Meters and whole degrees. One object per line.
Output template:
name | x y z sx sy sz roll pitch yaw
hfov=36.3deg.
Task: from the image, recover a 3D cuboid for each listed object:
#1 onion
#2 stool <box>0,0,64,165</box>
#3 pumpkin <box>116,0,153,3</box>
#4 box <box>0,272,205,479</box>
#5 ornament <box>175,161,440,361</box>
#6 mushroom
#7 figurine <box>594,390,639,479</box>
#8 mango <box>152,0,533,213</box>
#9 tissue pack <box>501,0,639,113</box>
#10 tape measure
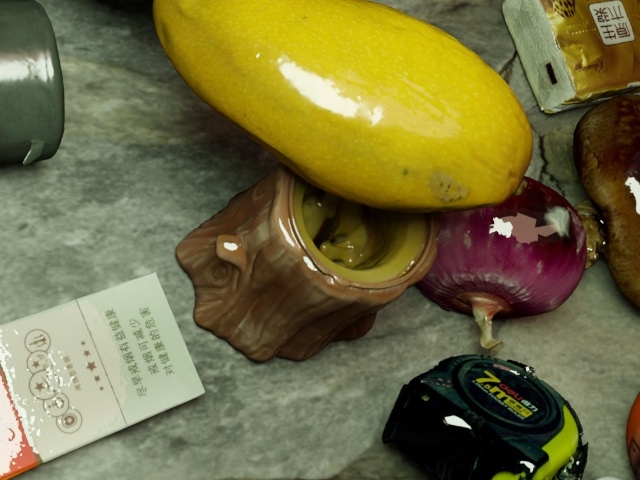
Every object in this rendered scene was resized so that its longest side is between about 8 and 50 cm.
onion | 0.208 0.003 1.128 0.207 0.200 0.200 43 59 -2
stool | -0.329 -0.159 0.933 0.139 0.153 0.228 -8 34 -26
pumpkin | -0.135 -0.442 0.950 0.344 0.454 0.454 39 54 -47
box | -0.243 0.130 0.929 0.245 0.035 0.139 -21 84 -31
ornament | 0.000 0.000 0.992 0.235 0.217 0.221 27 62 -15
mushroom | 0.428 -0.047 1.266 0.278 0.163 0.297 -19 84 -32
figurine | 0.442 0.260 1.143 0.196 0.320 0.323 27 52 34
mango | 0.021 -0.127 0.841 0.359 0.144 0.187 20 53 -11
tissue pack | 0.381 -0.281 1.364 0.226 0.092 0.183 -14 80 -28
tape measure | 0.186 0.209 1.046 0.199 0.112 0.186 36 32 28
